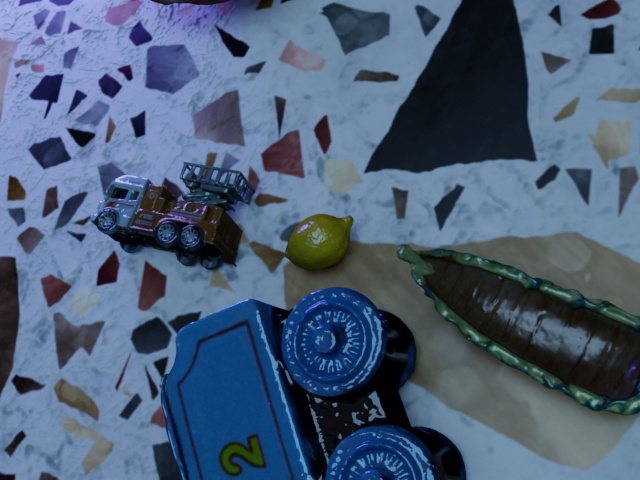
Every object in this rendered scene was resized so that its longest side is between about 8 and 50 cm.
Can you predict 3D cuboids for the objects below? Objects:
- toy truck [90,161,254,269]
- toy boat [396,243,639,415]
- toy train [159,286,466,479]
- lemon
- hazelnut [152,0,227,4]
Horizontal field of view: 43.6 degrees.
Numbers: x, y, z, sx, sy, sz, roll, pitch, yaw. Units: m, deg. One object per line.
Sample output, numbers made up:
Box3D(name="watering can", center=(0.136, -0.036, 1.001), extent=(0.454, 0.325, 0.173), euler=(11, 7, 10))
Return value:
Box3D(name="toy truck", center=(-0.185, -0.037, 0.996), extent=(0.178, 0.080, 0.115), euler=(10, 71, 18))
Box3D(name="toy boat", center=(0.213, 0.082, 0.833), extent=(0.293, 0.099, 0.108), euler=(27, 81, 14))
Box3D(name="toy train", center=(-0.009, 0.208, 0.815), extent=(0.265, 0.188, 0.300), euler=(-24, 71, 13))
Box3D(name="lemon", center=(0.000, 0.000, 0.937), extent=(0.092, 0.065, 0.065), euler=(-31, 67, 8))
Box3D(name="hazelnut", center=(-0.148, -0.425, 1.015), extent=(0.261, 0.261, 0.241), euler=(-33, 39, 5))
